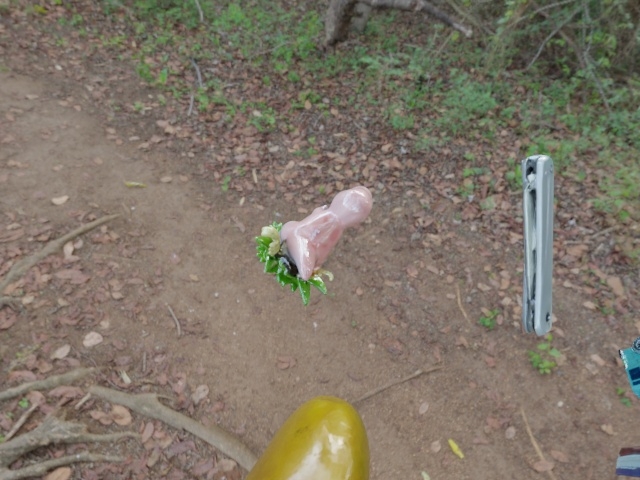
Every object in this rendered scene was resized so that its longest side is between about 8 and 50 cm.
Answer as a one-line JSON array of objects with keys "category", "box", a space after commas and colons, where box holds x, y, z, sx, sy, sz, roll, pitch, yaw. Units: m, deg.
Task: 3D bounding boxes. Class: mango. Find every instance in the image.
[{"category": "mango", "box": [-0.020, 0.303, 0.506, 0.139, 0.175, 0.254, 40, 58, -16]}]

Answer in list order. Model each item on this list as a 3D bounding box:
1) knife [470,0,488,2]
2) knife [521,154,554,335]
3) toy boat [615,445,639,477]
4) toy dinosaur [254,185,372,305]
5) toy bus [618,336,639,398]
[{"category": "knife", "box": [0.411, -0.441, 0.608, 0.399, 0.038, 0.132, -15, 1, 11]}, {"category": "knife", "box": [0.314, 0.009, 0.626, 0.041, 0.265, 0.073, 2, 9, 39]}, {"category": "toy boat", "box": [0.479, 0.288, 0.549, 0.080, 0.229, 0.045, -2, 64, -8]}, {"category": "toy dinosaur", "box": [0.003, 0.007, 0.689, 0.152, 0.177, 0.194, 55, 41, -5]}, {"category": "toy bus", "box": [0.464, 0.149, 0.509, 0.079, 0.160, 0.091, 43, 37, -7]}]
